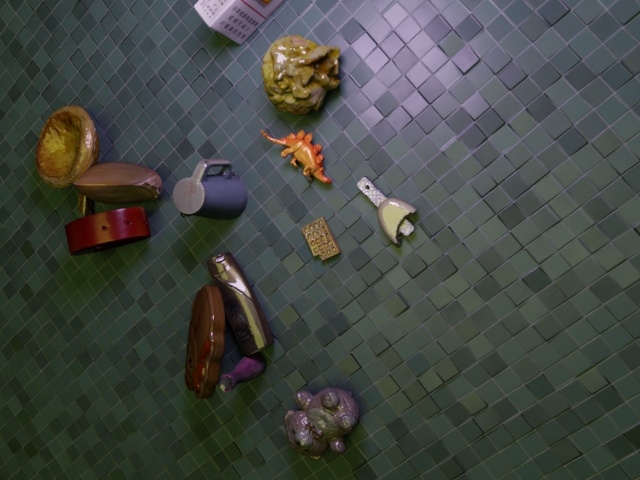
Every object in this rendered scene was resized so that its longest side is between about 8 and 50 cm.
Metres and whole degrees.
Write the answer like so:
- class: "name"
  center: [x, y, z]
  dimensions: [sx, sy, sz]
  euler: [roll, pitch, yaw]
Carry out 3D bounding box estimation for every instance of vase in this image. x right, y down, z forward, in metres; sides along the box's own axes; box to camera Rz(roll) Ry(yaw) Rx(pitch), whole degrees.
- class: "vase"
  center: [-0.260, 0.434, 1.719]
  dimensions: [0.086, 0.214, 0.086]
  euler: [2, 95, 19]

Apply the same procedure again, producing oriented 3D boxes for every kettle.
- class: "kettle"
  center: [-0.347, -0.165, 1.692]
  dimensions: [0.160, 0.243, 0.210]
  euler: [35, 102, 13]

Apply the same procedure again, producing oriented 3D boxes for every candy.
- class: "candy"
  center: [-0.884, -0.141, 1.976]
  dimensions: [0.047, 0.053, 0.182]
  euler: [-3, 91, 18]

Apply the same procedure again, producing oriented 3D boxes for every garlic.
- class: "garlic"
  center: [-0.665, -0.183, 1.831]
  dimensions: [0.339, 0.196, 0.151]
  euler: [8, 110, 10]

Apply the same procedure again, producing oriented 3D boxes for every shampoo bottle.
- class: "shampoo bottle"
  center: [-0.275, 0.210, 1.778]
  dimensions: [0.126, 0.084, 0.350]
  euler: [-27, 84, 24]

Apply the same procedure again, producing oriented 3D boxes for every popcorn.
- class: "popcorn"
  center: [-0.065, -0.509, 1.596]
  dimensions: [0.259, 0.212, 0.259]
  euler: [4, 101, 24]

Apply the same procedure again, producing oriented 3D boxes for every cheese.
- class: "cheese"
  center: [0.200, -0.101, 1.612]
  dimensions: [0.235, 0.050, 0.127]
  euler: [47, 109, 12]

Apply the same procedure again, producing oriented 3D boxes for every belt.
- class: "belt"
  center: [-0.760, -0.031, 1.850]
  dimensions: [0.324, 0.227, 0.115]
  euler: [-14, 87, 18]

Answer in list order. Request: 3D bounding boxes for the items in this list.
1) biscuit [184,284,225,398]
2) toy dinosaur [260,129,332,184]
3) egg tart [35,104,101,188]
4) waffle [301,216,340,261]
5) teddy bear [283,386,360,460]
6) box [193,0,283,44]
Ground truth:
- class: "biscuit"
  center: [-0.389, 0.343, 1.734]
  dimensions: [0.074, 0.359, 0.381]
  euler: [11, 114, -24]
- class: "toy dinosaur"
  center: [-0.059, -0.289, 1.679]
  dimensions: [0.288, 0.070, 0.117]
  euler: [43, 95, 7]
- class: "egg tart"
  center: [-0.911, -0.333, 1.927]
  dimensions: [0.319, 0.128, 0.318]
  euler: [-2, 85, 27]
- class: "waffle"
  center: [0.000, 0.000, 1.703]
  dimensions: [0.092, 0.021, 0.135]
  euler: [-26, 84, 17]
- class: "teddy bear"
  center: [-0.001, 0.580, 1.678]
  dimensions: [0.267, 0.151, 0.236]
  euler: [-38, 80, 14]
- class: "box"
  center: [-0.203, -0.775, 1.617]
  dimensions: [0.330, 0.210, 0.095]
  euler: [-38, 83, 18]
